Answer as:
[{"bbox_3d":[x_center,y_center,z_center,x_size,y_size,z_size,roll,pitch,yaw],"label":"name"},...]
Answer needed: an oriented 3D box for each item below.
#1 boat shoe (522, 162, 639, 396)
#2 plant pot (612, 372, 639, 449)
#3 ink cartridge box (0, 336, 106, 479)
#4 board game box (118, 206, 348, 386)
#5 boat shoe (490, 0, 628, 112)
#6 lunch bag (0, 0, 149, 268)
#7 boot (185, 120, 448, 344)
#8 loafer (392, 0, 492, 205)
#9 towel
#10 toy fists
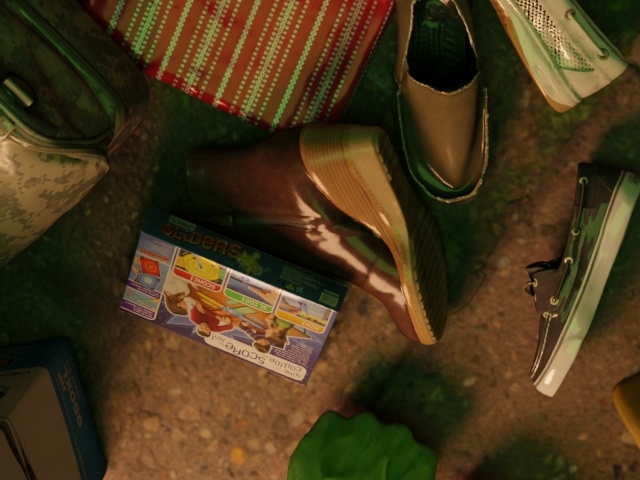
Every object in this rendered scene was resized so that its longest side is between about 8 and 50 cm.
[{"bbox_3d":[0.232,0.033,1.825,0.076,0.080,0.228,21,107,7],"label":"boat shoe"},{"bbox_3d":[0.413,0.211,1.796,0.212,0.187,0.212,-29,101,14],"label":"plant pot"},{"bbox_3d":[-0.392,0.247,1.798,0.286,0.395,0.166,-10,105,10],"label":"ink cartridge box"},{"bbox_3d":[-0.086,0.056,1.857,0.201,0.035,0.136,23,141,0],"label":"board game box"},{"bbox_3d":[0.187,-0.252,1.739,0.096,0.098,0.277,-28,110,14],"label":"boat shoe"},{"bbox_3d":[-0.334,-0.075,1.756,0.305,0.256,0.212,-40,96,23],"label":"lunch bag"},{"bbox_3d":[0.000,0.000,1.855,0.207,0.090,0.248,-8,118,27],"label":"boot"},{"bbox_3d":[0.105,-0.140,1.774,0.094,0.087,0.251,-6,114,9],"label":"loafer"},{"bbox_3d":[-0.080,-0.220,1.813,0.275,0.031,0.198,25,109,-1],"label":"towel"},{"bbox_3d":[0.093,0.275,1.887,0.279,0.096,0.142,35,77,-2],"label":"toy fists"}]
